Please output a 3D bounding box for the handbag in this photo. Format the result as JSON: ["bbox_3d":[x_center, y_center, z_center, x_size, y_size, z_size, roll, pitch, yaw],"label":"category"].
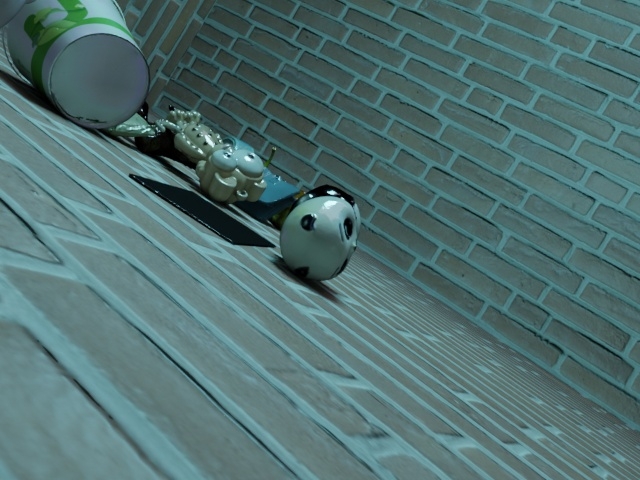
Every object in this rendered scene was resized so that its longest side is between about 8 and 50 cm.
[{"bbox_3d":[-0.170,-0.141,1.755,0.221,0.057,0.144,33,40,23],"label":"handbag"}]

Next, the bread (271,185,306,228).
[{"bbox_3d":[-0.050,-0.068,1.914,0.184,0.110,0.234,31,3,-24],"label":"bread"}]

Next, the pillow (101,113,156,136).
[{"bbox_3d":[-0.452,-0.271,1.564,0.119,0.053,0.208,-10,33,-42],"label":"pillow"}]

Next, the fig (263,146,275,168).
[{"bbox_3d":[-0.179,-0.183,2.056,0.093,0.166,0.093,44,26,-28],"label":"fig"}]

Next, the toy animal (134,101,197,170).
[{"bbox_3d":[-0.371,-0.225,1.670,0.218,0.116,0.179,49,35,2],"label":"toy animal"}]

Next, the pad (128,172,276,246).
[{"bbox_3d":[-0.189,-0.044,1.247,0.202,0.005,0.300,33,4,8],"label":"pad"}]

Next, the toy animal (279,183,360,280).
[{"bbox_3d":[0.000,0.000,1.220,0.138,0.166,0.179,4,17,-2],"label":"toy animal"}]

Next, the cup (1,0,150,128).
[{"bbox_3d":[-0.466,-0.354,1.425,0.253,0.253,0.274,29,14,-45],"label":"cup"}]

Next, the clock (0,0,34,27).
[{"bbox_3d":[-0.598,-0.426,1.019,0.376,0.250,0.368,24,5,-20],"label":"clock"}]

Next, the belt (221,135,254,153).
[{"bbox_3d":[-0.252,-0.215,1.990,0.082,0.147,0.163,28,-23,-27],"label":"belt"}]

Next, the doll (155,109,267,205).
[{"bbox_3d":[-0.238,-0.183,1.570,0.278,0.119,0.154,44,32,19],"label":"doll"}]
